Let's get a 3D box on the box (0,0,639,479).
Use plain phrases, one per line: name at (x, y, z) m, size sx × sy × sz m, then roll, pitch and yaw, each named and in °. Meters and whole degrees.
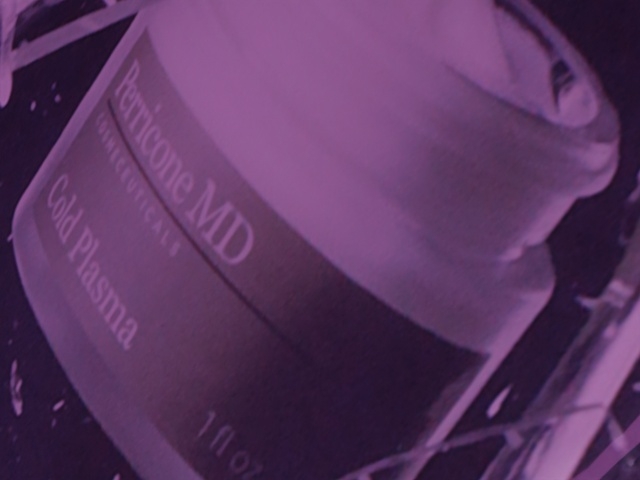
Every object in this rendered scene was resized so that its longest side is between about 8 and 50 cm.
box at (0.000, 0.000, 0.673) m, size 0.472 × 0.297 × 0.480 m, roll -48°, pitch 50°, yaw 16°
